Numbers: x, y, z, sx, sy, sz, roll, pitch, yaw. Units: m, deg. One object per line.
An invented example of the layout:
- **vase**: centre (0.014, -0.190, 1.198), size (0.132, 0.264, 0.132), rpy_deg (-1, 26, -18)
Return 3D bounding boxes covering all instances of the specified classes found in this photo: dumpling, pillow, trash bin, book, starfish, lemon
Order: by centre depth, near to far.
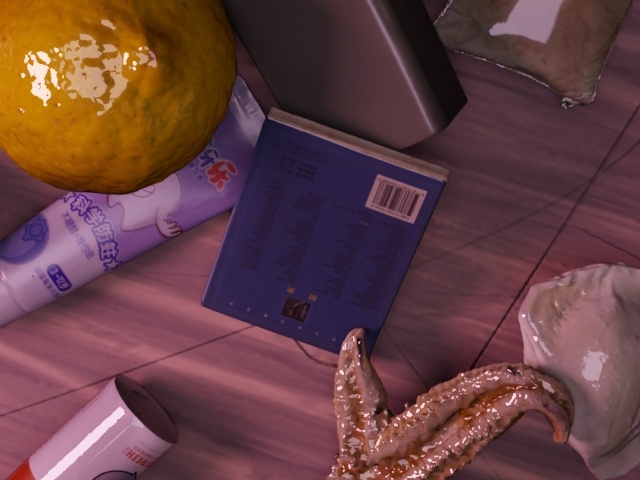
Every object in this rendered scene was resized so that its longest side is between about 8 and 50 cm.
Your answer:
- **lemon**: centre (-0.214, -0.168, 1.816), size (0.253, 0.310, 0.253), rpy_deg (1, 88, -32)
- **trash bin**: centre (0.023, -0.203, 1.855), size (0.164, 0.122, 0.240), rpy_deg (-23, 104, 28)
- **pillow**: centre (0.243, -0.296, 1.872), size (0.185, 0.075, 0.302), rpy_deg (22, 100, -5)
- **book**: centre (0.000, 0.000, 1.901), size (0.191, 0.025, 0.269), rpy_deg (20, 130, -2)
- **dumpling**: centre (0.307, 0.131, 1.940), size (0.179, 0.131, 0.252), rpy_deg (-30, 112, -15)
- **starfish**: centre (0.099, 0.308, 1.947), size (0.324, 0.082, 0.432), rpy_deg (18, 100, 24)

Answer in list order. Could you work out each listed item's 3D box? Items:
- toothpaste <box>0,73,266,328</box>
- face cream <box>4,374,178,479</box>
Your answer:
- **toothpaste**: centre (-0.211, -0.028, 1.948), size (0.371, 0.080, 0.125), rpy_deg (-31, 96, 0)
- **face cream**: centre (-0.259, 0.248, 1.984), size (0.214, 0.096, 0.096), rpy_deg (-43, 98, 9)
